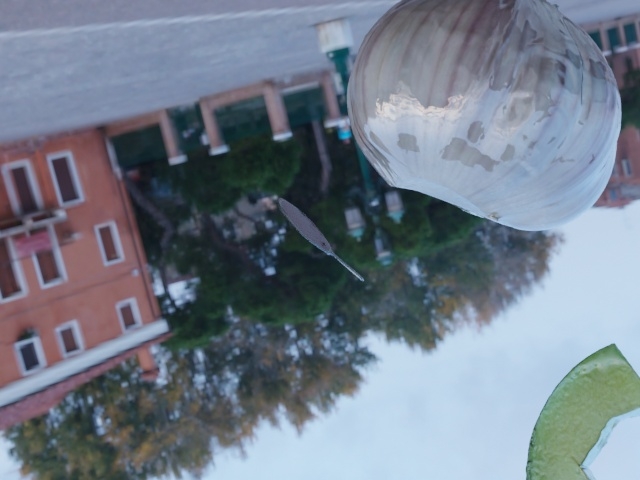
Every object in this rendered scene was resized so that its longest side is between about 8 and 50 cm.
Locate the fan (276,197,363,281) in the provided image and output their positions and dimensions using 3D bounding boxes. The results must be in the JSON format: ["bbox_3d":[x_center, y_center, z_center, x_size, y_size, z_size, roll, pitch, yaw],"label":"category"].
[{"bbox_3d":[0.000,0.000,1.044,0.005,0.133,0.085,-45,-175,12],"label":"fan"}]

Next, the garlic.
[{"bbox_3d":[0.184,-0.159,1.048,0.317,0.259,0.317,16,-173,-2],"label":"garlic"}]

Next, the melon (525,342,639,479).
[{"bbox_3d":[0.252,0.201,0.873,0.118,0.209,0.064,23,178,12],"label":"melon"}]
